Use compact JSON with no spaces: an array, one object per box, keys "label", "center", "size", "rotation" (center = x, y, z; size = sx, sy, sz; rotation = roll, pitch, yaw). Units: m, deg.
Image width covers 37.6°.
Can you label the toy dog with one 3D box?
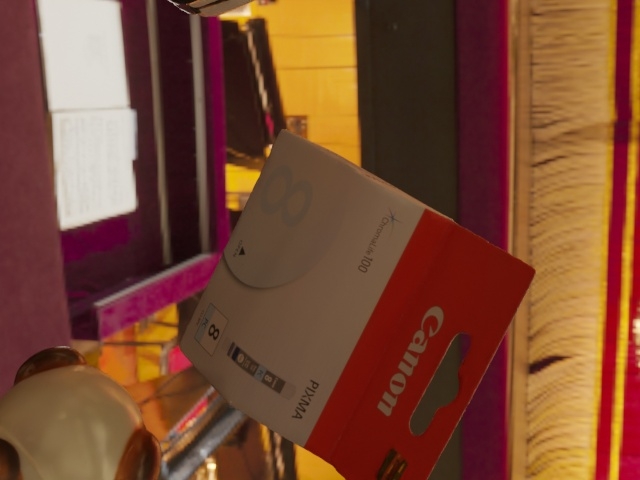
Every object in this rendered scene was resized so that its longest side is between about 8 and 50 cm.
[{"label":"toy dog","center":[-0.390,0.278,1.066],"size":[0.408,0.285,0.395],"rotation":[-25,141,-48]}]

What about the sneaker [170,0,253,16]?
[{"label":"sneaker","center":[0.088,-0.289,0.851],"size":[0.257,0.448,0.169],"rotation":[46,17,-52]}]

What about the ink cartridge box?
[{"label":"ink cartridge box","center":[0.014,0.080,1.039],"size":[0.091,0.385,0.308],"rotation":[21,99,-39]}]
